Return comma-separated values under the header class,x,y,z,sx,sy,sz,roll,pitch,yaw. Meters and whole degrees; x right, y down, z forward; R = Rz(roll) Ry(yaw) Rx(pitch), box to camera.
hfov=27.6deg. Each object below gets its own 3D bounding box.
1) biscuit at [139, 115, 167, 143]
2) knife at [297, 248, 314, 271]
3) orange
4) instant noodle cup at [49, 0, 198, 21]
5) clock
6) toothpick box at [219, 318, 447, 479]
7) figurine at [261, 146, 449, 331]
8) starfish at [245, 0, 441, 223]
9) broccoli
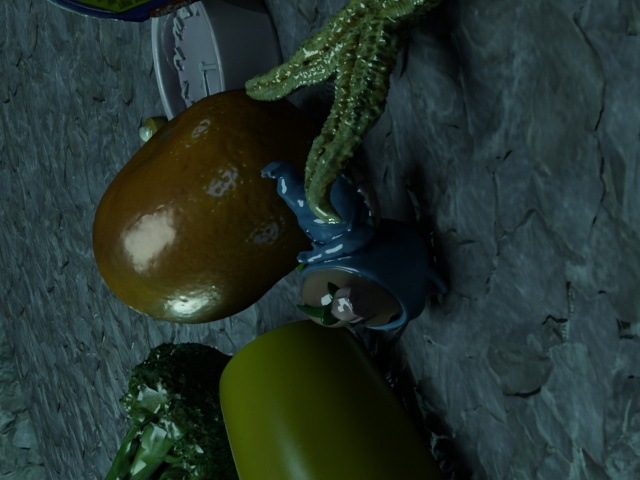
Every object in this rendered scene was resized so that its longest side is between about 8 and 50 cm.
class,x,y,z,sx,sy,sz,roll,pitch,yaw
biscuit,-0.180,-0.034,1.628,0.158,0.035,0.240,-162,62,-65
knife,-0.002,0.000,1.274,0.166,0.023,0.078,152,108,-64
orange,-0.094,-0.027,1.200,0.171,0.240,0.240,48,163,-19
instant noodle cup,-0.227,-0.384,1.302,0.312,0.284,0.284,-137,39,-62
clock,-0.110,-0.180,1.355,0.197,0.068,0.196,43,140,51
toothpick box,0.012,0.204,1.169,0.175,0.175,0.271,105,147,-47
figurine,0.014,0.012,1.064,0.114,0.144,0.178,-13,119,38
starfish,0.037,-0.206,1.002,0.357,0.078,0.347,-104,30,-52
broccoli,-0.119,0.251,1.357,0.307,0.275,0.308,58,169,18
